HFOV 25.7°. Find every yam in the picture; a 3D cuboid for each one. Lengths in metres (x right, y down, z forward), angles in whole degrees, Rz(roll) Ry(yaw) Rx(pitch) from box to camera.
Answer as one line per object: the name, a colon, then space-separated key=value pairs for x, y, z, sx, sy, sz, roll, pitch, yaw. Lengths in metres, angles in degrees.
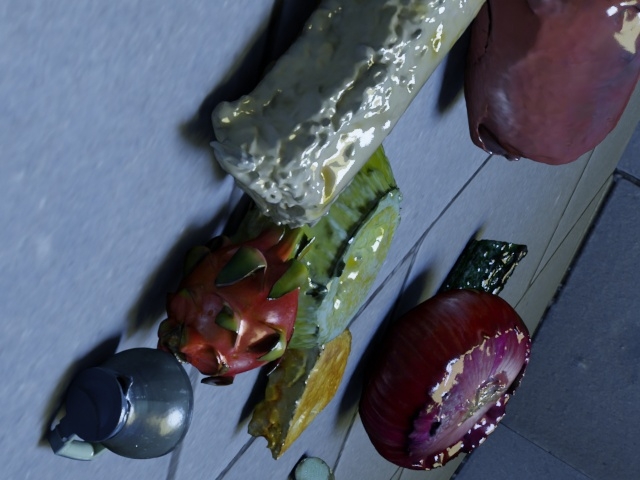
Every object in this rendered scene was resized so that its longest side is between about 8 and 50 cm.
yam: x=-0.006 y=0.275 z=1.628 sx=0.043 sy=0.043 sz=0.094 roll=-56 pitch=167 yaw=-12

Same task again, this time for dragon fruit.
dragon fruit: x=-0.049 y=0.034 z=0.868 sx=0.081 sy=0.086 sz=0.116 roll=54 pitch=50 yaw=-35

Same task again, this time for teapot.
teapot: x=-0.122 y=0.101 z=0.821 sx=0.088 sy=0.066 sz=0.057 roll=-41 pitch=154 yaw=23

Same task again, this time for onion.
onion: x=0.140 y=0.161 z=1.664 sx=0.248 sy=0.161 sz=0.248 roll=-50 pitch=153 yaw=-37

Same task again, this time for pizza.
pizza: x=-0.020 y=0.124 z=1.240 sx=0.134 sy=0.046 sz=0.175 roll=-55 pitch=166 yaw=-21

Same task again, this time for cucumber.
cucumber: x=0.176 y=0.105 z=1.846 sx=0.265 sy=0.077 sz=0.077 roll=-59 pitch=167 yaw=-7

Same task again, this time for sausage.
sausage: x=0.200 y=-0.168 z=1.193 sx=0.152 sy=0.152 sz=0.280 roll=-52 pitch=163 yaw=-27

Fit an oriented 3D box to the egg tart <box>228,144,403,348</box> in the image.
egg tart: x=0.000 y=0.000 z=0.986 sx=0.197 sy=0.078 sz=0.197 roll=-56 pitch=166 yaw=-22

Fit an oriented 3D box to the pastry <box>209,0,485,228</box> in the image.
pastry: x=0.030 y=-0.121 z=0.827 sx=0.258 sy=0.089 sz=0.121 roll=-53 pitch=178 yaw=-14
